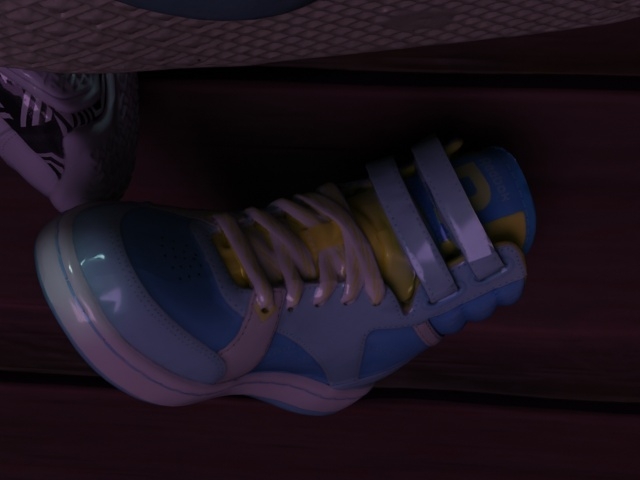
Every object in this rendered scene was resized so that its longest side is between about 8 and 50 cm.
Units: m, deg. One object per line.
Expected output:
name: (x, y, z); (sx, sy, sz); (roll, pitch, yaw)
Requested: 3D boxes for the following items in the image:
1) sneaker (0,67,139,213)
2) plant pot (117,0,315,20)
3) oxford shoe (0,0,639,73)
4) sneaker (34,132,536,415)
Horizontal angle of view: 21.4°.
sneaker: (-0.256, -0.155, 0.936); (0.210, 0.137, 0.366); (-17, 117, 23)
plant pot: (0.009, -0.265, 0.575); (0.341, 0.341, 0.334); (34, 139, -14)
oxford shoe: (-0.019, -0.162, 0.825); (0.449, 0.169, 0.130); (-7, 84, -11)
sneaker: (0.000, 0.000, 0.946); (0.208, 0.127, 0.319); (-32, 160, 21)
